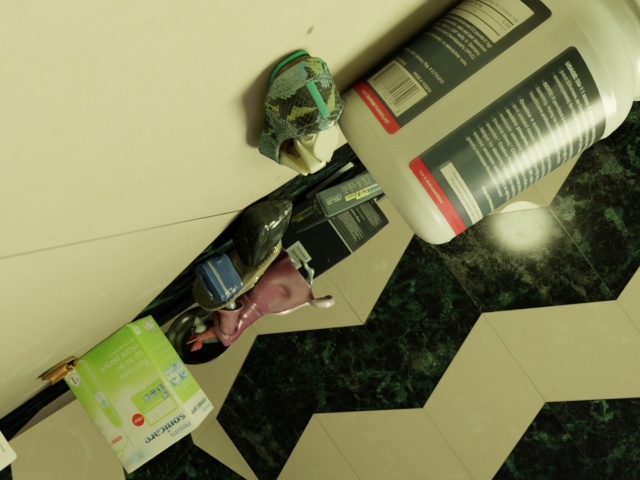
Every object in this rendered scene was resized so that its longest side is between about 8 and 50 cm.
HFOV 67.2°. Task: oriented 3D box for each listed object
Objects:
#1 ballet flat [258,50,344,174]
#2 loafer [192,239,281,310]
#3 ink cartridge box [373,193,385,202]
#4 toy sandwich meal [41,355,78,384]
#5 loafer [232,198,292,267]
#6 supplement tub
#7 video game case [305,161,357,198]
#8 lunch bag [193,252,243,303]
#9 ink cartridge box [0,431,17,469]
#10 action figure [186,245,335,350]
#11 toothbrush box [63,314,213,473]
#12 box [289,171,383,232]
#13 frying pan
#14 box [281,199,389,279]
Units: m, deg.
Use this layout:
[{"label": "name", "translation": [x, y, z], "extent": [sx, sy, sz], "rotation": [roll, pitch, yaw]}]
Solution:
[{"label": "ballet flat", "translation": [-0.017, -0.089, 0.414], "extent": [0.070, 0.070, 0.188], "rotation": [-35, 179, -5]}, {"label": "loafer", "translation": [-0.179, 0.067, 1.086], "extent": [0.268, 0.102, 0.092], "rotation": [-36, 173, 22]}, {"label": "ink cartridge box", "translation": [0.230, -0.211, 1.676], "extent": [0.189, 0.097, 0.255], "rotation": [-34, 177, -29]}, {"label": "toy sandwich meal", "translation": [-0.527, 0.268, 0.983], "extent": [0.086, 0.029, 0.085], "rotation": [-35, 179, -1]}, {"label": "loafer", "translation": [-0.100, -0.010, 0.831], "extent": [0.078, 0.076, 0.223], "rotation": [-26, 171, -25]}, {"label": "supplement tub", "translation": [0.170, -0.141, 0.487], "extent": [0.272, 0.191, 0.191], "rotation": [-35, 179, 12]}, {"label": "video game case", "translation": [0.026, -0.133, 1.074], "extent": [0.122, 0.011, 0.087], "rotation": [-35, 179, 13]}, {"label": "lunch bag", "translation": [-0.206, 0.081, 0.962], "extent": [0.065, 0.098, 0.067], "rotation": [-31, -178, -33]}, {"label": "ink cartridge box", "translation": [-0.521, 0.303, 0.512], "extent": [0.198, 0.114, 0.273], "rotation": [-35, 179, 7]}, {"label": "action figure", "translation": [-0.193, 0.179, 1.298], "extent": [0.370, 0.275, 0.248], "rotation": [-43, -175, -13]}, {"label": "toothbrush box", "translation": [-0.428, 0.355, 1.139], "extent": [0.206, 0.283, 0.122], "rotation": [-35, 179, 6]}, {"label": "box", "translation": [0.058, -0.097, 1.087], "extent": [0.233, 0.059, 0.183], "rotation": [-26, 180, -27]}, {"label": "frying pan", "translation": [-0.382, 0.291, 1.316], "extent": [0.326, 0.197, 0.053], "rotation": [-27, 138, -18]}, {"label": "box", "translation": [0.000, 0.000, 1.564], "extent": [0.343, 0.179, 0.312], "rotation": [-36, 180, 34]}]
